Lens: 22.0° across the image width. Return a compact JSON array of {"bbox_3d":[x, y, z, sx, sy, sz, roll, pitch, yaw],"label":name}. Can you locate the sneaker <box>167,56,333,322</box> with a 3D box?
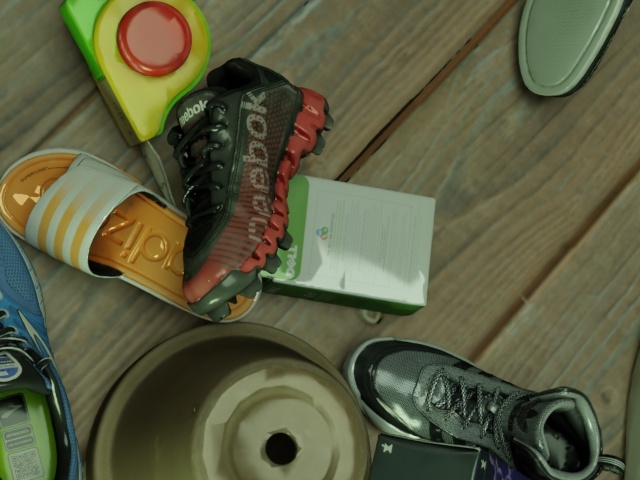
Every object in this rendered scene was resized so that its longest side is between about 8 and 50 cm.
[{"bbox_3d":[-0.083,-0.055,1.437,0.135,0.097,0.276,39,46,-23],"label":"sneaker"}]

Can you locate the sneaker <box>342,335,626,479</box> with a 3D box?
[{"bbox_3d":[0.158,0.158,1.532,0.268,0.153,0.101,27,73,-9],"label":"sneaker"}]

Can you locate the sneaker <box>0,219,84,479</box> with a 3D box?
[{"bbox_3d":[-0.280,0.098,1.426,0.130,0.147,0.330,-21,84,-19],"label":"sneaker"}]

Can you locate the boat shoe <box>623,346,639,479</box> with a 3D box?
[{"bbox_3d":[0.393,0.211,1.616,0.158,0.127,0.340,14,83,-19],"label":"boat shoe"}]

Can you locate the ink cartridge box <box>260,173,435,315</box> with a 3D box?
[{"bbox_3d":[0.000,0.000,1.568,0.209,0.062,0.109,10,76,-13],"label":"ink cartridge box"}]

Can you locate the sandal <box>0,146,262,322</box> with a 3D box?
[{"bbox_3d":[-0.175,-0.010,1.477,0.265,0.076,0.102,24,89,8],"label":"sandal"}]

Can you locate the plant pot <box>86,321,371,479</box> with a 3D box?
[{"bbox_3d":[-0.057,0.189,1.428,0.263,0.229,0.263,3,78,-16],"label":"plant pot"}]

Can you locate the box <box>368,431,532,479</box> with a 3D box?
[{"bbox_3d":[0.100,0.316,1.406,0.103,0.184,0.261,4,73,31],"label":"box"}]

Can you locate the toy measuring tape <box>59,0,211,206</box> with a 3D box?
[{"bbox_3d":[-0.132,-0.127,1.539,0.121,0.121,0.330,-30,97,-19],"label":"toy measuring tape"}]

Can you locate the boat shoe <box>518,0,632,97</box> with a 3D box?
[{"bbox_3d":[0.292,-0.279,1.686,0.091,0.114,0.302,26,84,-50],"label":"boat shoe"}]
